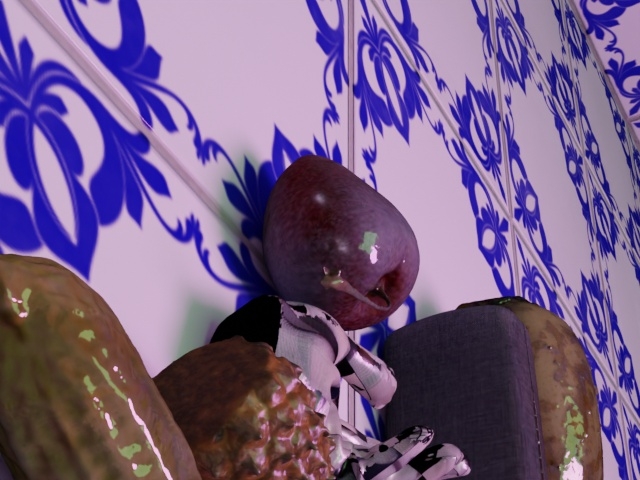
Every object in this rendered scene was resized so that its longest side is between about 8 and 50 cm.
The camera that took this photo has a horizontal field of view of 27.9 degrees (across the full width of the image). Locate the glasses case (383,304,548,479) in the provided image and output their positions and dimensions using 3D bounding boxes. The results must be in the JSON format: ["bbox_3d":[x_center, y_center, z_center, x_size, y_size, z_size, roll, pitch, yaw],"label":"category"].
[{"bbox_3d":[0.122,0.205,1.069,0.074,0.131,0.323,53,29,-48],"label":"glasses case"}]

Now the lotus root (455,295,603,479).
[{"bbox_3d":[0.190,0.200,1.225,0.173,0.173,0.309,44,39,-51],"label":"lotus root"}]

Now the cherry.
[{"bbox_3d":[0.000,-0.007,0.951,0.188,0.115,0.148,30,54,-58],"label":"cherry"}]

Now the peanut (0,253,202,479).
[{"bbox_3d":[-0.116,0.090,0.639,0.194,0.083,0.093,68,22,-13],"label":"peanut"}]

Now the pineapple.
[{"bbox_3d":[-0.015,0.188,0.789,0.277,0.130,0.119,58,-3,-30],"label":"pineapple"}]

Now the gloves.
[{"bbox_3d":[0.013,0.127,0.899,0.212,0.111,0.127,52,-4,-33],"label":"gloves"}]
